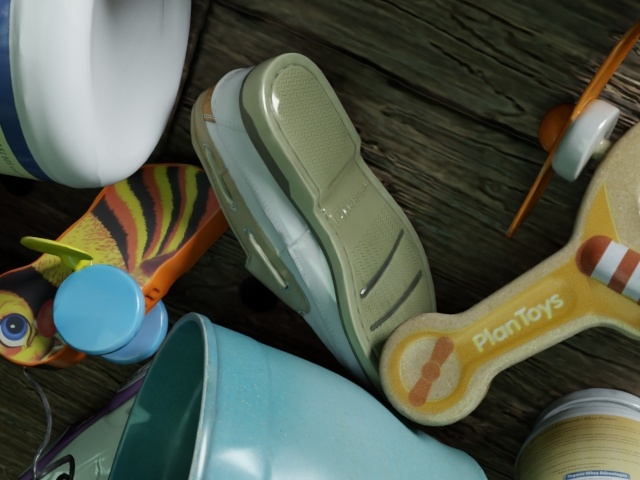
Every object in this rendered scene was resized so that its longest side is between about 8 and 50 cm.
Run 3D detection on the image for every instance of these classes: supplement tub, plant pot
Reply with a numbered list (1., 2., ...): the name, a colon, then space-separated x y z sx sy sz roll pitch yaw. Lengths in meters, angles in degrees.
1. supplement tub: -0.276 -0.175 0.600 0.324 0.235 0.236 11 115 6
2. supplement tub: 0.219 0.218 0.658 0.144 0.200 0.144 6 114 13
3. plant pot: -0.018 0.219 0.652 0.255 0.272 0.272 19 119 -19

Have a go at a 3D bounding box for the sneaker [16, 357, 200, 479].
1. sneaker: -0.184 0.228 0.825 0.305 0.114 0.152 -37 98 26

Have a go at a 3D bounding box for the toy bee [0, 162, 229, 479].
1. toy bee: -0.210 0.044 0.694 0.162 0.298 0.195 30 149 10

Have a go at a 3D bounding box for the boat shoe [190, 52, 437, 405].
1. boat shoe: 0.000 0.000 0.689 0.103 0.113 0.302 -7 115 42

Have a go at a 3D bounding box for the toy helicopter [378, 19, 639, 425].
1. toy helicopter: 0.189 0.009 0.608 0.355 0.140 0.235 -32 78 14
